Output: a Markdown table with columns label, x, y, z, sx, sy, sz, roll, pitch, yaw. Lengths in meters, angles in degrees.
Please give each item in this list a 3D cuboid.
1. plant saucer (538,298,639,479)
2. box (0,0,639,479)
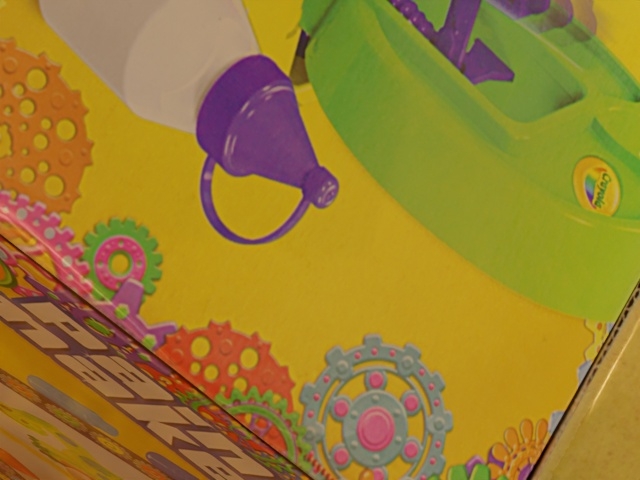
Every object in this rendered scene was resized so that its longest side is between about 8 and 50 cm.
| label | x | y | z | sx | sy | sz | roll | pitch | yaw |
| --- | --- | --- | --- | --- | --- | --- | --- | --- | --- |
| plant saucer | 0.234 | 0.052 | 0.886 | 0.333 | 0.333 | 0.081 | 18 | -18 | 44 |
| box | -0.026 | -0.092 | 0.496 | 0.177 | 0.290 | 0.279 | 41 | -21 | -23 |
